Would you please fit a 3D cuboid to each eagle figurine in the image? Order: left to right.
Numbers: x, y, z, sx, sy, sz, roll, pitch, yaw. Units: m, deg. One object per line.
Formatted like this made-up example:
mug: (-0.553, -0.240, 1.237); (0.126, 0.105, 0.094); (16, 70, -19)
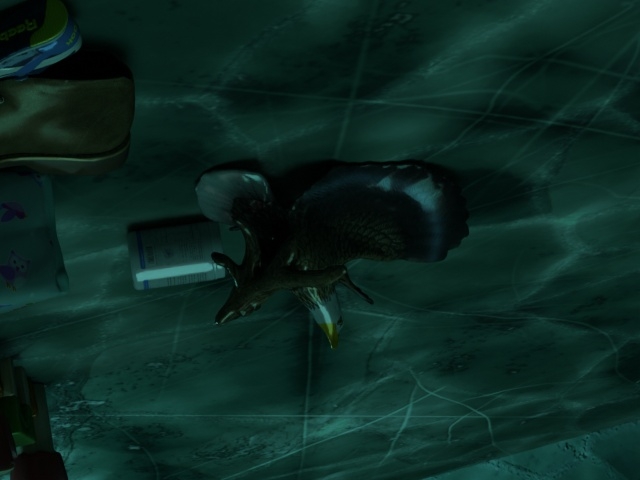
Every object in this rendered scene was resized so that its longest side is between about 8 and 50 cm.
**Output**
eagle figurine: (0.000, 0.011, 1.958); (0.226, 0.225, 0.298); (23, -150, 24)

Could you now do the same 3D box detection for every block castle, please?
block castle: (-0.519, 0.287, 2.273); (0.303, 0.213, 0.453); (-10, 166, -1)

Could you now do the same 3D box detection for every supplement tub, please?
supplement tub: (-0.167, 0.017, 1.990); (0.107, 0.071, 0.071); (-7, 159, -7)

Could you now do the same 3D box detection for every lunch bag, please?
lunch bag: (-0.423, 0.024, 1.742); (0.262, 0.160, 0.223); (-12, 178, 41)

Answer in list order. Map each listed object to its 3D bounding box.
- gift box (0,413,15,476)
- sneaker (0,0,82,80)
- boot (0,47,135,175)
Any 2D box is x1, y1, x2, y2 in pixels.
gift box: (-0.532, 0.198, 1.904); (0.276, 0.255, 0.258); (-1, 157, -38)
sneaker: (-0.271, -0.162, 1.492); (0.144, 0.053, 0.059); (-15, 161, 16)
boot: (-0.314, -0.121, 1.547); (0.305, 0.112, 0.115); (-6, 141, -23)
